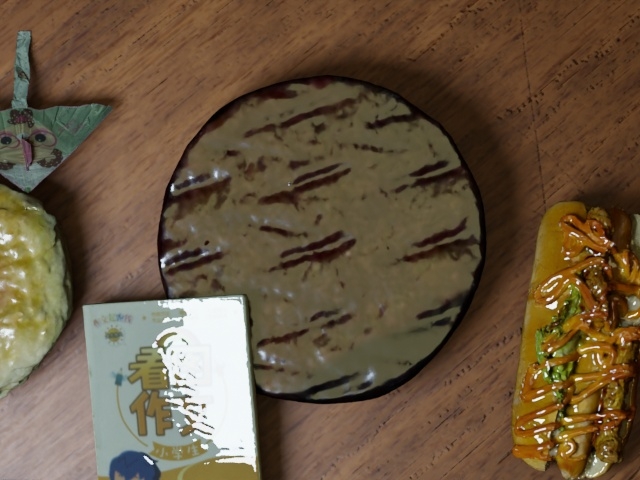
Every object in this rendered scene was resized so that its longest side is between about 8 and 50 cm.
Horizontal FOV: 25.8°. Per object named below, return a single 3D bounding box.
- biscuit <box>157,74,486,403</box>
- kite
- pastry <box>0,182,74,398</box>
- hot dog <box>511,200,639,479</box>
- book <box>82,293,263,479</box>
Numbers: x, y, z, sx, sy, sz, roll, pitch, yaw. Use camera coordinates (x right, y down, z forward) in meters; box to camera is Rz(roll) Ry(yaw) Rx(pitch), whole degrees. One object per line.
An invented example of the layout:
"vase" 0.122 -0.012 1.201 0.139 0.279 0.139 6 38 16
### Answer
"biscuit" 0.000 0.000 1.727 0.407 0.091 0.407 0 85 0
"kite" -0.369 -0.162 1.717 0.229 0.012 0.250 -1 56 -13
"pastry" -0.455 0.061 1.672 0.330 0.136 0.329 1 82 -5
"hot dog" 0.324 0.118 1.711 0.158 0.117 0.348 12 83 0
"book" -0.175 0.216 1.678 0.208 0.020 0.295 -5 93 14
